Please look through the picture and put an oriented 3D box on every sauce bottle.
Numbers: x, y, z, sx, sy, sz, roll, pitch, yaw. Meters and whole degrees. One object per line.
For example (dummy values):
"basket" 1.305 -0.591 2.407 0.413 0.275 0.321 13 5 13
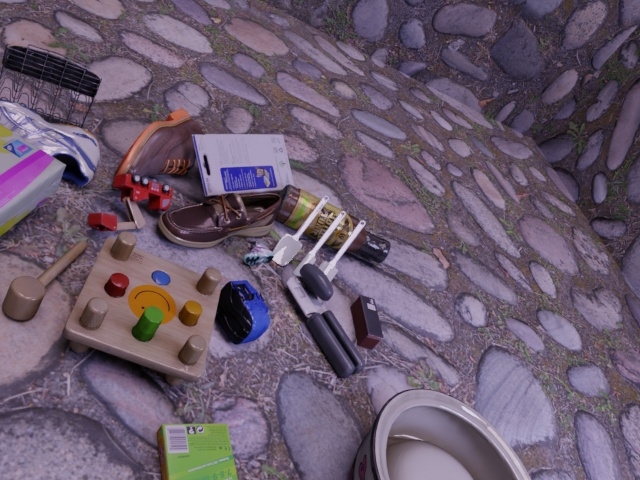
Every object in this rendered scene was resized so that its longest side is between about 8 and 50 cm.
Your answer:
"sauce bottle" 0.037 -0.039 1.673 0.344 0.111 0.111 24 36 -16

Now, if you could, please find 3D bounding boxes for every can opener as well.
"can opener" 0.017 0.180 1.405 0.076 0.095 0.283 -7 53 -45

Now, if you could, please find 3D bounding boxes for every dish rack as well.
"dish rack" -0.599 -0.318 1.303 0.208 0.271 0.074 14 52 -30

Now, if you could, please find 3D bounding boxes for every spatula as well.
"spatula" 0.000 0.000 1.565 0.168 0.019 0.242 35 69 4

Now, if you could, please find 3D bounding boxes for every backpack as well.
"backpack" -0.159 0.154 1.275 0.101 0.098 0.120 -1 48 -48

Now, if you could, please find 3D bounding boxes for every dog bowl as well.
"dog bowl" 0.232 0.504 1.164 0.407 0.150 0.408 25 35 -19

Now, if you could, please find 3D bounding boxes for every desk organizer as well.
"desk organizer" 0.115 0.204 1.505 0.047 0.050 0.130 19 38 -25

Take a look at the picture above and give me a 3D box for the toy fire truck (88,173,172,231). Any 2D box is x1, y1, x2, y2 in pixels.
"toy fire truck" -0.416 -0.076 1.334 0.192 0.047 0.135 18 73 -55

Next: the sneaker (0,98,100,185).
"sneaker" -0.623 -0.204 1.277 0.296 0.112 0.131 12 45 -28

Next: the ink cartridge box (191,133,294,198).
"ink cartridge box" -0.216 -0.202 1.619 0.332 0.065 0.166 -10 88 -50

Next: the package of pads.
"package of pads" -0.645 -0.108 1.070 0.229 0.101 0.297 33 36 -7

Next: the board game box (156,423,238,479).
"board game box" -0.191 0.424 0.979 0.124 0.039 0.260 11 39 -33

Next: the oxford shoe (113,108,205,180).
"oxford shoe" -0.383 -0.220 1.502 0.132 0.130 0.364 41 34 -8

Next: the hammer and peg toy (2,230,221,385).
"hammer and peg toy" -0.368 0.098 1.125 0.361 0.127 0.266 25 35 -17

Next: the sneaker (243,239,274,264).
"sneaker" -0.167 0.024 1.483 0.098 0.038 0.069 1 45 -54

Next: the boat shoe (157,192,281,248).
"boat shoe" -0.230 -0.070 1.456 0.341 0.123 0.123 -6 52 -46
